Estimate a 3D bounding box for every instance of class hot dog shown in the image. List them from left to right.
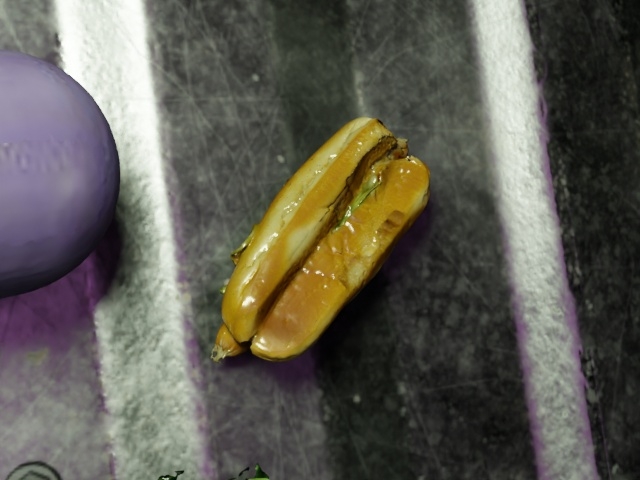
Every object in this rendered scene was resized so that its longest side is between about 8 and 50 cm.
[{"bbox_3d":[0.000,0.000,0.968,0.109,0.072,0.269,46,64,-12],"label":"hot dog"}]

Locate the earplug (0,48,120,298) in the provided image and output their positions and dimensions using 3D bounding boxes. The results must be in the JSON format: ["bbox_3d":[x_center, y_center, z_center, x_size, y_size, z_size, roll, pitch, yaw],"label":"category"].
[{"bbox_3d":[-0.347,-0.025,0.731,0.456,0.215,0.215,-9,87,-32],"label":"earplug"}]

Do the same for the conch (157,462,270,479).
[{"bbox_3d":[-0.106,0.249,0.853,0.251,0.143,0.137,-57,150,-35],"label":"conch"}]
